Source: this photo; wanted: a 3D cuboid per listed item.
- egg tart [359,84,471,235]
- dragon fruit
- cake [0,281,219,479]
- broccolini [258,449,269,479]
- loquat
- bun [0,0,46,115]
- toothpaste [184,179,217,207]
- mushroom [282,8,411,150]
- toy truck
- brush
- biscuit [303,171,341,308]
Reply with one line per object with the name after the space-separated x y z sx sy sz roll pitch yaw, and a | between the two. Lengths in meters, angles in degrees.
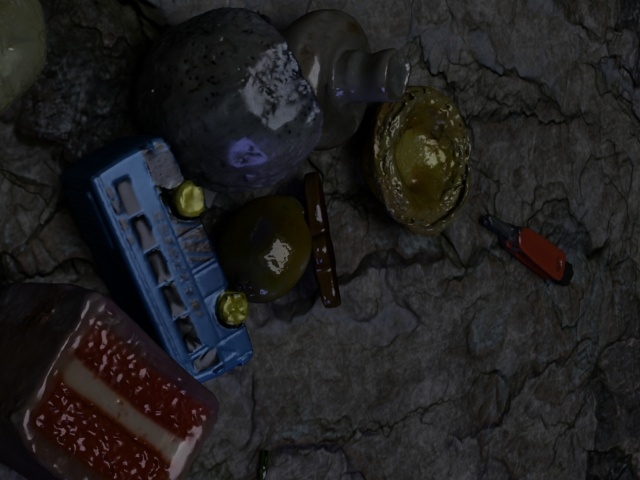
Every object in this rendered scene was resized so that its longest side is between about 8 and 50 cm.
0.172 -0.146 2.158 0.288 0.118 0.288 2 87 -44 | egg tart
-0.143 -0.197 1.752 0.204 0.221 0.283 -36 105 -23 | dragon fruit
-0.326 0.227 1.613 0.309 0.230 0.237 47 62 -33 | cake
-0.106 0.422 1.967 0.035 0.030 0.140 7 79 -7 | broccolini
-0.089 0.010 1.889 0.152 0.152 0.195 50 55 -32 | loquat
-0.457 -0.257 1.520 0.244 0.153 0.244 3 85 -34 | bun
-0.158 -0.200 1.891 0.099 0.068 0.282 27 77 -11 | toothpaste
0.036 -0.264 1.941 0.243 0.243 0.243 0 91 -43 | mushroom
-0.238 0.035 1.754 0.162 0.161 0.385 -31 112 -26 | toy truck
0.443 0.018 2.459 0.323 0.051 0.070 29 74 -40 | brush
0.000 0.000 1.994 0.180 0.039 0.236 43 39 -81 | biscuit
